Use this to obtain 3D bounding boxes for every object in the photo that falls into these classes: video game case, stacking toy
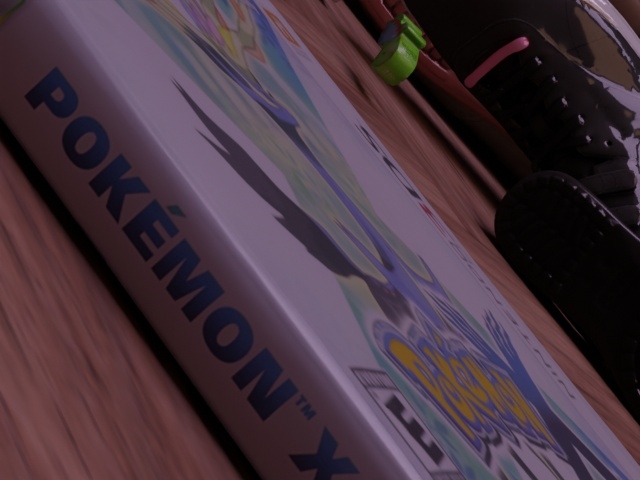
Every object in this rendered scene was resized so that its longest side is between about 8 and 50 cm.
[{"bbox_3d":[0.000,0.000,0.648,0.300,0.036,0.329,52,11,17],"label":"video game case"},{"bbox_3d":[-0.022,-0.188,1.190,0.167,0.052,0.221,42,15,-26],"label":"stacking toy"}]

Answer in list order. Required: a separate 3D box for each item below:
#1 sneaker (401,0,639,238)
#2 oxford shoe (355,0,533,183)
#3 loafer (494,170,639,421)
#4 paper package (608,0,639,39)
[{"bbox_3d":[0.156,-0.065,1.255,0.296,0.104,0.147,39,43,-17],"label":"sneaker"},{"bbox_3d":[0.132,-0.120,1.454,0.397,0.140,0.146,48,-17,8],"label":"oxford shoe"},{"bbox_3d":[0.194,0.047,1.144,0.220,0.080,0.078,52,11,13],"label":"loafer"},{"bbox_3d":[0.327,-0.120,1.893,0.309,0.168,0.325,32,20,-24],"label":"paper package"}]
